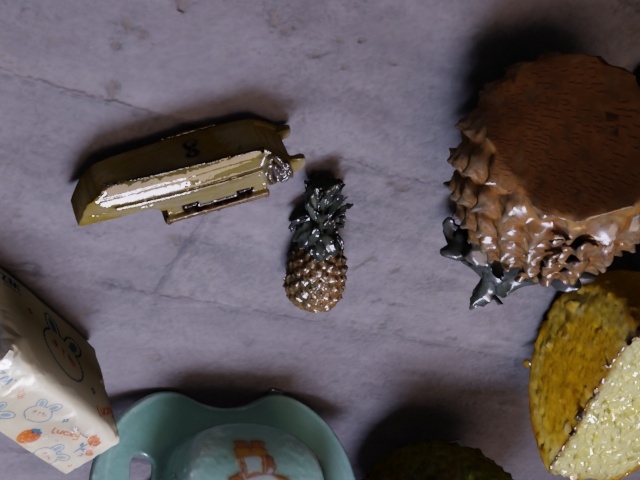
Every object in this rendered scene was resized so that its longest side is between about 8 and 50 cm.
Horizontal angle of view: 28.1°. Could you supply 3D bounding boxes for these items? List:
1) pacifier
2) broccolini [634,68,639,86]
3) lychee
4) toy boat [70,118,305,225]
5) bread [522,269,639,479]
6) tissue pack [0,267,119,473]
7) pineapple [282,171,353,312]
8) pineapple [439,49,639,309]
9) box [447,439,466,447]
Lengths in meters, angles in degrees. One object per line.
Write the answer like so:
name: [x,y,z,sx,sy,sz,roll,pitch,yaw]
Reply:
pacifier: [-0.127,0.328,1.532,0.344,0.288,0.269,7,156,-26]
broccolini: [0.413,-0.136,1.417,0.058,0.074,0.201,-52,137,4]
lychee: [0.152,0.389,1.646,0.270,0.269,0.320,-6,156,-20]
toy boat: [-0.128,-0.058,1.235,0.226,0.068,0.088,-17,144,-9]
bread: [0.373,0.143,1.600,0.194,0.179,0.340,-1,136,-22]
tissue pack: [-0.297,0.126,1.284,0.092,0.148,0.196,-34,138,6]
pineapple: [0.000,0.000,1.360,0.074,0.074,0.159,-8,128,-18]
pineapple: [0.230,-0.030,1.352,0.223,0.222,0.357,-14,156,-12]
box: [0.138,0.374,1.836,0.122,0.032,0.220,-11,136,-17]
